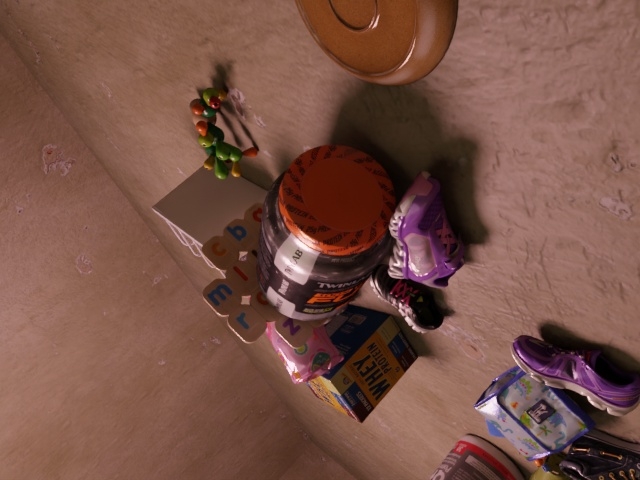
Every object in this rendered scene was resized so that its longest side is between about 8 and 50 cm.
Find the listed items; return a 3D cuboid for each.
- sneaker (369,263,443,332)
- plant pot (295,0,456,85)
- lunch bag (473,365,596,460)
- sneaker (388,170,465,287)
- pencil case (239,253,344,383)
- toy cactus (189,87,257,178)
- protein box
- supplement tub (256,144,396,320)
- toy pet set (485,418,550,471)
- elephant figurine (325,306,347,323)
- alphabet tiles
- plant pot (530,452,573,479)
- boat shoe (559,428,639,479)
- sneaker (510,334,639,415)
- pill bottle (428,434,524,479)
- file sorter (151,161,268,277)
[{"bbox_3d":[0.162,0.104,0.900,0.170,0.063,0.075,47,158,-11],"label":"sneaker"},{"bbox_3d":[0.041,-0.273,0.548,0.236,0.032,0.236,39,156,21],"label":"plant pot"},{"bbox_3d":[0.350,0.276,0.814,0.129,0.096,0.151,45,143,14],"label":"lunch bag"},{"bbox_3d":[0.160,-0.003,0.707,0.104,0.095,0.236,29,157,23],"label":"sneaker"},{"bbox_3d":[-0.065,0.149,1.027,0.284,0.124,0.124,61,161,17],"label":"pencil case"},{"bbox_3d":[-0.215,-0.235,1.012,0.180,0.112,0.219,56,167,33],"label":"toy cactus"},{"bbox_3d":[0.071,0.273,1.149,0.136,0.201,0.200,56,156,-20],"label":"protein box"},{"bbox_3d":[0.000,0.000,0.833,0.207,0.207,0.338,44,158,10],"label":"supplement tub"},{"bbox_3d":[0.356,0.370,0.934,0.122,0.065,0.114,-135,22,-68],"label":"toy pet set"},{"bbox_3d":[-0.050,0.089,1.174,0.239,0.186,0.169,57,-169,3],"label":"elephant figurine"},{"bbox_3d":[-0.087,0.064,0.988,0.278,0.284,0.021,44,155,8],"label":"alphabet tiles"},{"bbox_3d":[0.445,0.447,0.940,0.083,0.083,0.079,25,137,43],"label":"plant pot"},{"bbox_3d":[0.457,0.350,0.740,0.065,0.083,0.183,54,156,-16],"label":"boat shoe"},{"bbox_3d":[0.353,0.168,0.686,0.170,0.068,0.071,21,131,32],"label":"sneaker"},{"bbox_3d":[0.311,0.626,1.139,0.176,0.318,0.176,39,155,22],"label":"pill bottle"},{"bbox_3d":[-0.229,-0.035,1.210,0.278,0.193,0.173,30,155,36],"label":"file sorter"}]
